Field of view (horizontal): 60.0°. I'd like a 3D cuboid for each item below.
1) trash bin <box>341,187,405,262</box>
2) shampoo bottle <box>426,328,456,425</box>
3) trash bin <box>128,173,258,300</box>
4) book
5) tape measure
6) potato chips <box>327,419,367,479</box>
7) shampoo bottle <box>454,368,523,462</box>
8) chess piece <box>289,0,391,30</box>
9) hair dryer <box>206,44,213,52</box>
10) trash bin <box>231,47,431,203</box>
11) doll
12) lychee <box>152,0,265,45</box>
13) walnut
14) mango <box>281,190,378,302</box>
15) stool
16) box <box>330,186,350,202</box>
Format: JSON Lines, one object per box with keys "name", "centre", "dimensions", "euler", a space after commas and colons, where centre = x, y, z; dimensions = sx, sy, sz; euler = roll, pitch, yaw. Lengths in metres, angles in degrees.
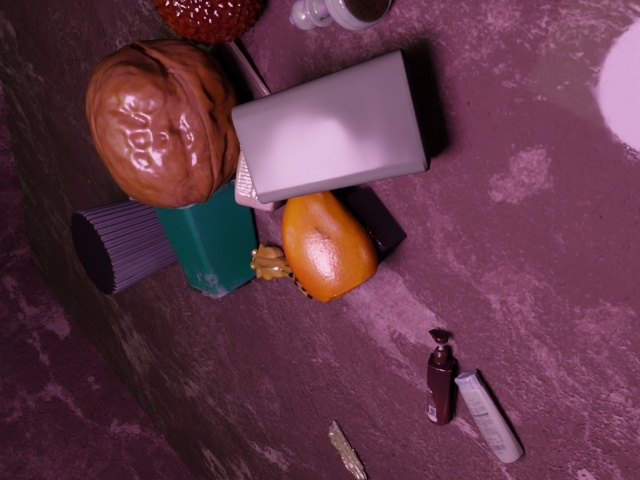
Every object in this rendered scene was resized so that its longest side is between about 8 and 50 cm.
{"name": "trash bin", "centre": [0.075, 0.005, 1.318], "dimensions": [0.165, 0.115, 0.225], "euler": [55, 136, 13]}
{"name": "shampoo bottle", "centre": [0.280, 0.318, 1.292], "dimensions": [0.068, 0.067, 0.236], "euler": [13, 119, 32]}
{"name": "trash bin", "centre": [-0.338, -0.036, 1.622], "dimensions": [0.259, 0.295, 0.381], "euler": [12, 124, 45]}
{"name": "book", "centre": [-0.257, -0.396, 1.498], "dimensions": [0.215, 0.025, 0.282], "euler": [52, 141, -10]}
{"name": "tape measure", "centre": [-0.120, -0.200, 1.334], "dimensions": [0.132, 0.271, 0.232], "euler": [14, 101, 8]}
{"name": "potato chips", "centre": [0.076, 0.660, 1.727], "dimensions": [0.208, 0.028, 0.092], "euler": [56, 139, 7]}
{"name": "shampoo bottle", "centre": [0.375, 0.391, 1.237], "dimensions": [0.072, 0.049, 0.212], "euler": [-28, 90, 55]}
{"name": "chess piece", "centre": [0.011, -0.477, 1.129], "dimensions": [0.271, 0.139, 0.139], "euler": [10, 118, 57]}
{"name": "hair dryer", "centre": [-0.287, -0.471, 1.521], "dimensions": [0.063, 0.037, 0.124], "euler": [54, 147, 14]}
{"name": "trash bin", "centre": [0.023, -0.212, 1.080], "dimensions": [0.343, 0.158, 0.223], "euler": [-12, 103, 13]}
{"name": "doll", "centre": [-0.086, 0.085, 1.548], "dimensions": [0.291, 0.086, 0.117], "euler": [14, 101, 38]}
{"name": "lychee", "centre": [-0.259, -0.583, 1.248], "dimensions": [0.275, 0.304, 0.276], "euler": [0, 92, 13]}
{"name": "walnut", "centre": [-0.357, -0.271, 1.313], "dimensions": [0.308, 0.354, 0.398], "euler": [9, 120, 58]}
{"name": "mango", "centre": [0.000, 0.000, 1.212], "dimensions": [0.187, 0.138, 0.257], "euler": [-38, 84, 32]}
{"name": "stool", "centre": [-0.633, -0.011, 1.912], "dimensions": [0.297, 0.330, 0.297], "euler": [25, 128, 37]}
{"name": "box", "centre": [0.024, -0.140, 1.313], "dimensions": [0.062, 0.089, 0.122], "euler": [55, 141, 28]}
